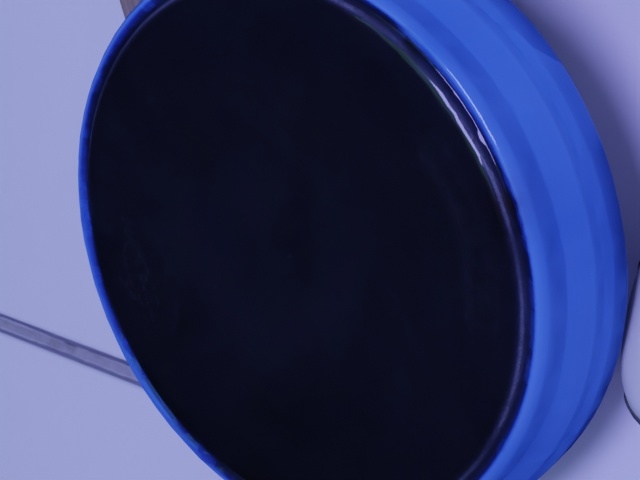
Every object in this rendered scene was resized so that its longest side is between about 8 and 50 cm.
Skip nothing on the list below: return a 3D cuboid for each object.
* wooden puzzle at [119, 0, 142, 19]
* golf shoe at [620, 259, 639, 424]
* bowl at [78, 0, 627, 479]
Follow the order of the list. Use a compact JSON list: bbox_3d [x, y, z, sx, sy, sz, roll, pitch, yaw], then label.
[{"bbox_3d":[-0.072,-0.226,1.254,0.221,0.044,0.238,-29,78,40],"label":"wooden puzzle"},{"bbox_3d":[0.216,-0.008,0.941,0.105,0.120,0.273,36,117,34],"label":"golf shoe"},{"bbox_3d":[0.000,0.000,1.066,0.391,0.077,0.391,16,117,35],"label":"bowl"}]
